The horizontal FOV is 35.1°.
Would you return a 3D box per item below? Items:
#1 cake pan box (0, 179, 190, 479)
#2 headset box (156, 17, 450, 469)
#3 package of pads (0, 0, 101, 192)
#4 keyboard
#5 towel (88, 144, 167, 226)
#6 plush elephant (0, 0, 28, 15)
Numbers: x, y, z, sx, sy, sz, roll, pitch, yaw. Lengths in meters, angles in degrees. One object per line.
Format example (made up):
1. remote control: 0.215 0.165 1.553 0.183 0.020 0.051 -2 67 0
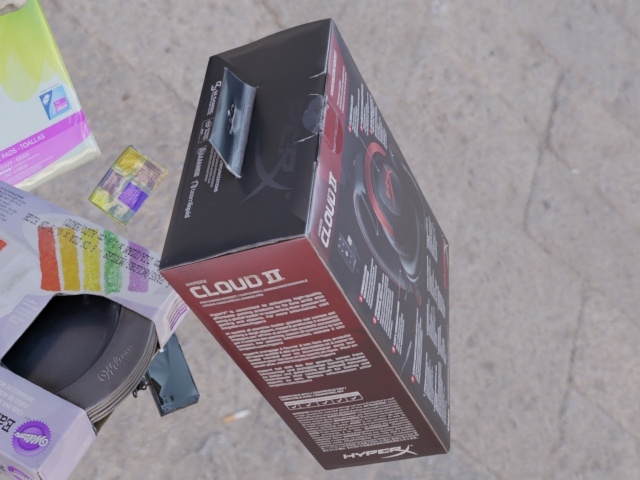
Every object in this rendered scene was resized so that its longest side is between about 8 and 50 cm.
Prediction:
1. cake pan box: -0.286 0.084 0.971 0.267 0.070 0.245 25 60 17
2. headset box: 0.000 0.000 0.750 0.293 0.110 0.218 57 28 -42
3. package of pads: -0.456 -0.199 1.361 0.229 0.101 0.296 -36 117 -38
4. keyboard: -0.233 0.138 1.324 0.100 0.038 0.192 -13 76 -51
5. towel: -0.221 -0.063 1.162 0.060 0.009 0.083 42 84 -32
6. plush elephant: -0.356 -0.374 1.052 0.255 0.330 0.271 19 98 -32
